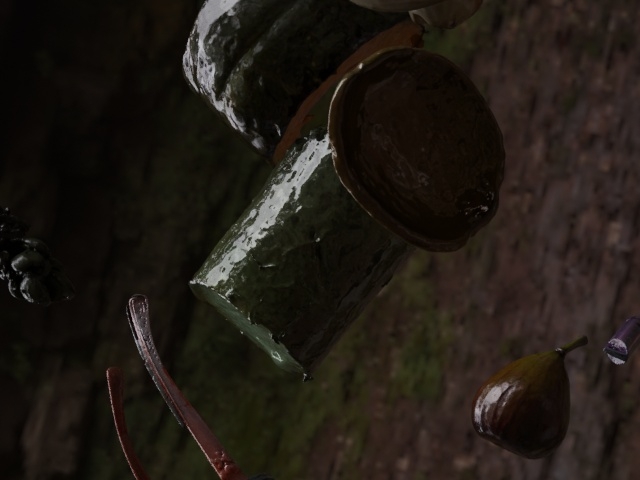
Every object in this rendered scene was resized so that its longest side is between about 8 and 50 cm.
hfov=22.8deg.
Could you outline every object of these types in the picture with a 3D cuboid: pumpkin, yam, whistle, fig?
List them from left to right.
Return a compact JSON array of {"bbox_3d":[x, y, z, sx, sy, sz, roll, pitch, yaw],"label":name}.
[{"bbox_3d":[-0.026,-0.269,2.176,0.303,0.225,0.256,-42,-17,-27],"label":"pumpkin"},{"bbox_3d":[0.000,0.000,1.883,0.300,0.195,0.195,-52,-20,-2],"label":"yam"},{"bbox_3d":[0.190,0.128,1.396,0.125,0.089,0.089,-61,-20,-8],"label":"fig"},{"bbox_3d":[0.394,0.128,2.046,0.176,0.033,0.033,-26,-53,-67],"label":"whistle"}]

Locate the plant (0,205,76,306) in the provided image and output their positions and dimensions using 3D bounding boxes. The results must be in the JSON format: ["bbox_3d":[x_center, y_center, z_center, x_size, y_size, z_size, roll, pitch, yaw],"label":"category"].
[{"bbox_3d":[-0.347,0.015,1.787,0.085,0.174,0.087,-38,-25,-30],"label":"plant"}]

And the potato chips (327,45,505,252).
[{"bbox_3d":[0.085,-0.087,1.534,0.208,0.062,0.195,14,-102,-28],"label":"potato chips"}]

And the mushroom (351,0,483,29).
[{"bbox_3d":[0.089,-0.272,1.426,0.204,0.204,0.204,14,-90,-72],"label":"mushroom"}]

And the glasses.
[{"bbox_3d":[-0.169,0.222,1.657,0.118,0.268,0.234,-30,-19,-28],"label":"glasses"}]
